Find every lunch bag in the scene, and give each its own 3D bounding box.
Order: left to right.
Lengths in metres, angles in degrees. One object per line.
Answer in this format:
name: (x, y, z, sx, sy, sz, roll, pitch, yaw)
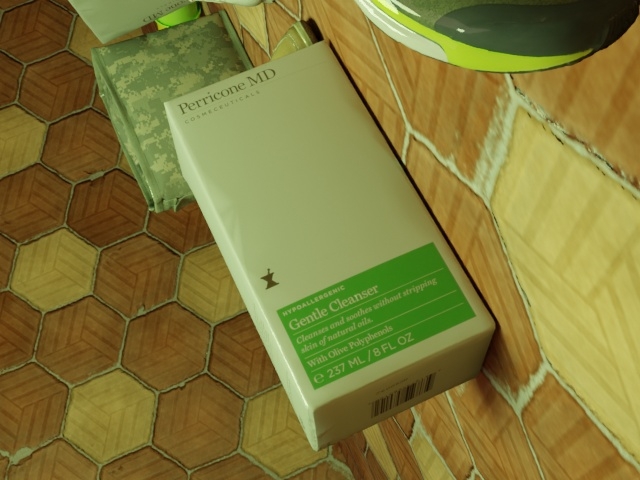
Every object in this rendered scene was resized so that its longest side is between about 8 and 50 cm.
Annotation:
lunch bag: (-0.202, -0.189, 1.539, 0.169, 0.235, 0.287, 101, 146, -64)

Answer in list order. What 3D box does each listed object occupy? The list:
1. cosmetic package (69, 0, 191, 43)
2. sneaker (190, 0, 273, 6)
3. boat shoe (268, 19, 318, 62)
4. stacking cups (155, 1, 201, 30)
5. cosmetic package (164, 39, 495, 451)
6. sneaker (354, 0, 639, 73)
cosmetic package: (-0.285, -0.438, 1.327, 0.156, 0.217, 0.385, 64, -179, 10)
sneaker: (-0.128, -0.331, 1.222, 0.235, 0.095, 0.090, -136, 26, -64)
boat shoe: (-0.039, -0.189, 1.122, 0.190, 0.072, 0.068, 103, 142, -75)
stacking cups: (-0.271, -0.475, 1.701, 0.316, 0.096, 0.096, 84, 161, -55)
cosmetic package: (0.000, 0.000, 0.990, 0.365, 0.197, 0.155, 61, 169, 24)
sneaker: (0.032, -0.198, 0.455, 0.300, 0.111, 0.121, 45, 163, 15)
